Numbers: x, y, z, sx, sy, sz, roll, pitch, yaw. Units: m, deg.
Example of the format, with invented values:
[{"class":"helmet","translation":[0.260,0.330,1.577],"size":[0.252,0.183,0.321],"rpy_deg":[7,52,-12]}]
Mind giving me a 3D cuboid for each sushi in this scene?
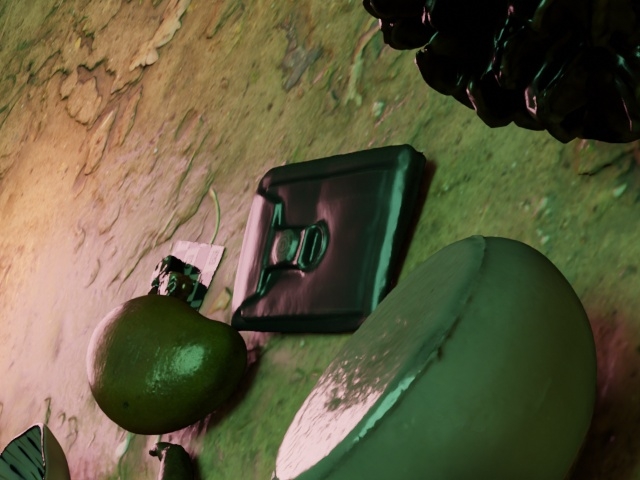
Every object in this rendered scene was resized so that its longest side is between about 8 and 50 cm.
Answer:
[{"class":"sushi","translation":[-0.176,0.088,1.750],"size":[0.139,0.031,0.201],"rpy_deg":[6,71,64]}]

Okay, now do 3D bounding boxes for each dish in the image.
[{"class":"dish","translation":[-0.303,0.289,1.762],"size":[0.191,0.066,0.190],"rpy_deg":[-45,32,38]}]

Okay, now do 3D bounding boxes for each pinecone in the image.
[{"class":"pinecone","translation":[0.149,-0.183,1.123],"size":[0.243,0.243,0.257],"rpy_deg":[-50,23,28]}]

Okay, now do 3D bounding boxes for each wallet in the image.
[{"class":"wallet","translation":[0.000,0.000,1.475],"size":[0.245,0.052,0.168],"rpy_deg":[-6,64,59]}]

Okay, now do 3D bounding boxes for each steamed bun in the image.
[{"class":"steamed bun","translation":[0.086,0.115,1.059],"size":[0.232,0.145,0.232],"rpy_deg":[-49,8,9]}]

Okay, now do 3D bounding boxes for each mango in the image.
[{"class":"mango","translation":[-0.149,0.118,1.594],"size":[0.227,0.099,0.136],"rpy_deg":[-1,70,54]}]

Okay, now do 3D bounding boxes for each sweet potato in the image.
[{"class":"sweet potato","translation":[-0.133,0.216,1.534],"size":[0.041,0.038,0.153],"rpy_deg":[-36,26,4]}]

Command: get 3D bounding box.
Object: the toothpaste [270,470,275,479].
[{"class":"toothpaste","translation":[-0.038,0.239,1.216],"size":[0.067,0.043,0.194],"rpy_deg":[-36,29,46]}]
